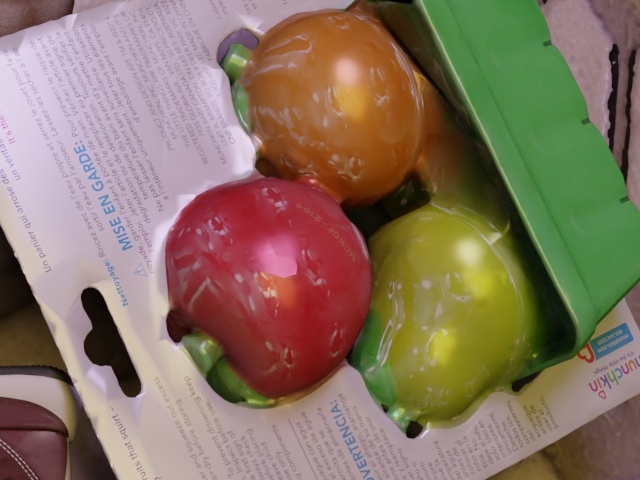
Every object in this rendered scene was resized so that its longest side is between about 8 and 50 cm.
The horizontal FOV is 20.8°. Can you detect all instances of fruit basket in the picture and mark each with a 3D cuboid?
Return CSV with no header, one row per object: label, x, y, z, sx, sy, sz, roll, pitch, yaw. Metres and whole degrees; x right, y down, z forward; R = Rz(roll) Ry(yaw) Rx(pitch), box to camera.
fruit basket,0.000,0.000,0.973,0.353,0.165,0.327,-25,87,-28

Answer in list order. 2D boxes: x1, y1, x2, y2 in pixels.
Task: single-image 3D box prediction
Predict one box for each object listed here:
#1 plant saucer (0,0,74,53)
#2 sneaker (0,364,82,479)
plant saucer,-0.200,-0.182,0.930,0.198,0.036,0.198,34,39,-34
sneaker,-0.236,0.146,0.820,0.281,0.106,0.162,-1,79,-31
